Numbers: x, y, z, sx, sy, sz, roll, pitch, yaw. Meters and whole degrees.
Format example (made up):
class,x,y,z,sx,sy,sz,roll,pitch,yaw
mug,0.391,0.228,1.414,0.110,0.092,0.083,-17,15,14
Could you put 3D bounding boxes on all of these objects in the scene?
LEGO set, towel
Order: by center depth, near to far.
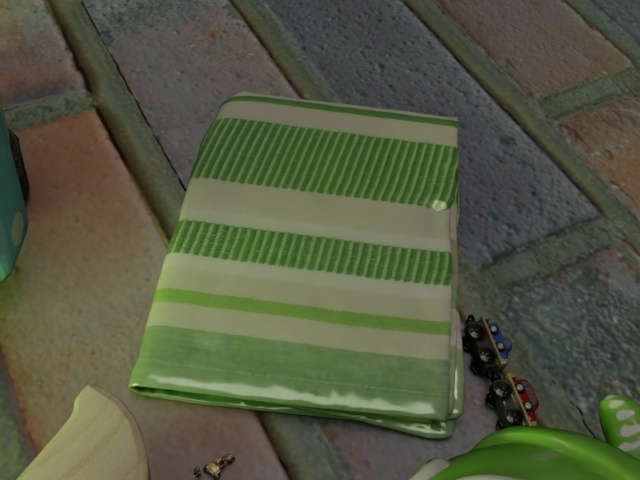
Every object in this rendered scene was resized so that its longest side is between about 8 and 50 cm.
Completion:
class,x,y,z,sx,sy,sz,roll,pitch,yaw
LEGO set,-0.058,0.180,0.547,0.054,0.023,0.083,-35,64,-30
towel,0.000,0.000,0.695,0.247,0.038,0.325,8,53,0

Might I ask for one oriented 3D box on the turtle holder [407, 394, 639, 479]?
class,x,y,z,sx,sy,sz,roll,pitch,yaw
turtle holder,0.114,0.254,0.373,0.227,0.243,0.320,-15,68,-28

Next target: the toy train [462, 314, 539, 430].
class,x,y,z,sx,sy,sz,roll,pitch,yaw
toy train,0.148,0.123,0.620,0.036,0.027,0.158,-6,53,-17

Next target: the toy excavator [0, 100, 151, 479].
class,x,y,z,sx,sy,sz,roll,pitch,yaw
toy excavator,-0.294,0.016,0.502,0.432,0.222,0.445,5,47,-2
